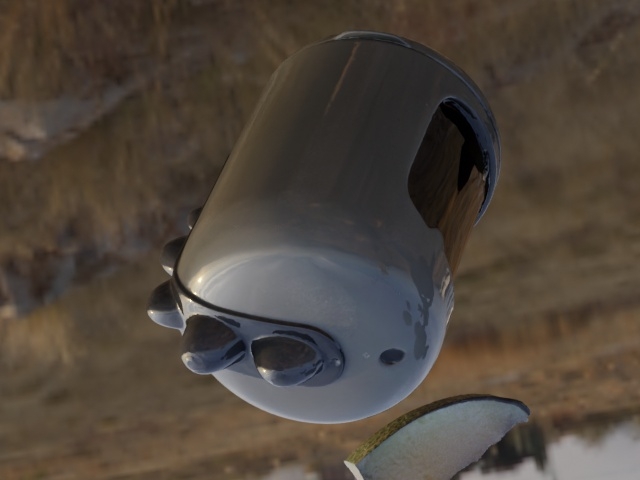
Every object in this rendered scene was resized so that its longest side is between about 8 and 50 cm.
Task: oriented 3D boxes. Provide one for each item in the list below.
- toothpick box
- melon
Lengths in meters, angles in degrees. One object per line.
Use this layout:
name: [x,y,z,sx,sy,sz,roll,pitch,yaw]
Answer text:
toothpick box: [0.000,0.000,1.210,0.229,0.229,0.316,-13,-148,27]
melon: [0.118,0.200,1.582,0.182,0.098,0.054,-40,-167,-6]
